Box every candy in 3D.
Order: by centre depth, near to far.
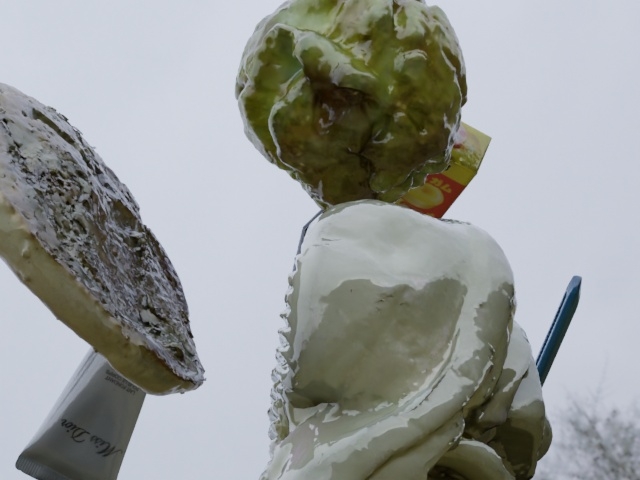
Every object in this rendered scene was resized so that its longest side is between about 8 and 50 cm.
[{"bbox_3d":[0.159,-0.102,1.755,0.088,0.146,0.276,-62,0,-32],"label":"candy"}]

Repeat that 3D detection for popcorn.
[{"bbox_3d":[0.046,-0.180,1.256,0.282,0.247,0.282,-6,-49,-7],"label":"popcorn"}]

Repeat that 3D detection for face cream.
[{"bbox_3d":[-0.302,0.212,1.494,0.143,0.314,0.089,33,-31,-19],"label":"face cream"}]

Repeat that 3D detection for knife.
[{"bbox_3d":[0.232,0.160,1.164,0.044,0.026,0.296,-51,-21,-60],"label":"knife"}]

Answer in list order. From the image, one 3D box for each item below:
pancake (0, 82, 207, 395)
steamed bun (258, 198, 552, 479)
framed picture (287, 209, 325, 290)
[{"bbox_3d":[-0.214,-0.005,0.973,0.065,0.356,0.356,-32,-34,6],"label":"pancake"},{"bbox_3d":[0.076,0.151,0.889,0.247,0.352,0.339,9,-24,2],"label":"steamed bun"},{"bbox_3d":[0.000,0.000,2.032,0.010,0.199,0.195,28,-42,-18],"label":"framed picture"}]
